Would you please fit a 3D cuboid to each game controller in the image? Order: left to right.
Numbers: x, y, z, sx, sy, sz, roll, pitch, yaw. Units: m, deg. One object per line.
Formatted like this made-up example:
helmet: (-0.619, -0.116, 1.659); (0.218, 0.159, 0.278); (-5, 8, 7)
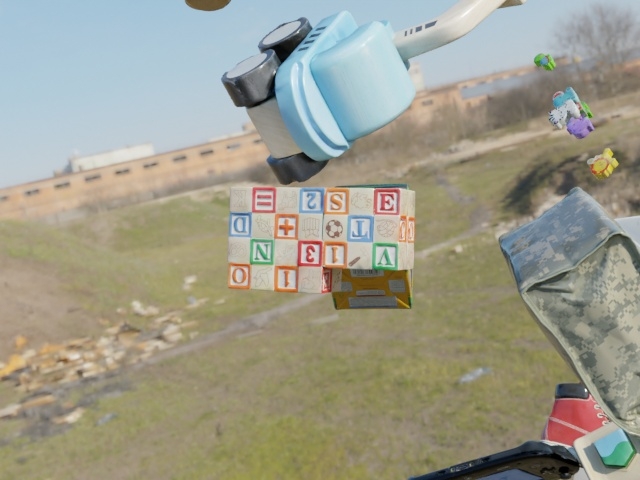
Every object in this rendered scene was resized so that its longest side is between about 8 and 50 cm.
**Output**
game controller: (0.307, 0.435, 1.622); (0.319, 0.067, 0.166); (-28, -31, 34)

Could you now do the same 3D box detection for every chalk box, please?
chalk box: (0.117, -0.009, 1.992); (0.180, 0.179, 0.289); (-1, 48, 10)

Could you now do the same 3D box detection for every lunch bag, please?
lunch bag: (0.382, 0.102, 1.162); (0.168, 0.287, 0.235); (-33, 11, 13)

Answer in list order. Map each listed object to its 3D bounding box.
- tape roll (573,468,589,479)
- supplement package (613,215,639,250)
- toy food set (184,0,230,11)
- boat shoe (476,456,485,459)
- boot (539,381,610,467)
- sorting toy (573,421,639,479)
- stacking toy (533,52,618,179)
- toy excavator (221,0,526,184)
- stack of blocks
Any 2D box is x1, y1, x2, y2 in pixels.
tape roll: (0.594, 0.568, 1.965); (0.072, 0.219, 0.219); (13, 15, 20)
supplement package: (0.805, 0.022, 2.047); (0.194, 0.149, 0.203); (-7, -9, 41)
toy food set: (-0.173, -0.381, 1.352); (0.082, 0.020, 0.083); (-3, -30, 7)
boat shoe: (0.412, 0.645, 1.992); (0.104, 0.307, 0.111); (-23, -12, -28)
boot: (0.548, 0.352, 1.667); (0.244, 0.176, 0.088); (12, -19, 32)
sorting toy: (0.561, 0.382, 1.510); (0.208, 0.193, 0.038); (-30, -38, 15)
stacking toy: (0.465, -0.235, 1.640); (0.052, 0.167, 0.221); (-33, 38, 23)
toy excavator: (0.118, -0.321, 1.553); (0.445, 0.222, 0.433); (-10, 31, 33)
stack of blocks: (0.000, 0.000, 1.448); (0.297, 0.171, 0.087); (1, 0, 21)
